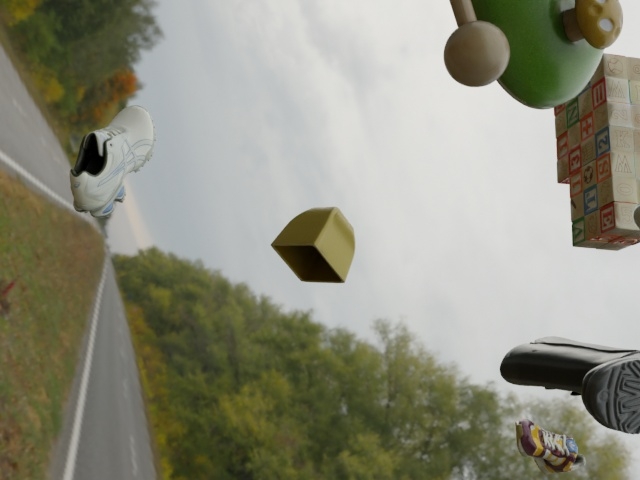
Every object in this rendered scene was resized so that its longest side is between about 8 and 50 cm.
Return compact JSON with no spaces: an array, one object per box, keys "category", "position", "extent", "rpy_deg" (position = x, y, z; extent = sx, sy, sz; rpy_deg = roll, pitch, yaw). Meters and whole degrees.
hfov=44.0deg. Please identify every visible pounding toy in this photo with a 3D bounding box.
[{"category":"pounding toy","position":[0.205,-0.215,0.679],"extent":[0.110,0.237,0.183],"rpy_deg":[-9,-93,48]}]

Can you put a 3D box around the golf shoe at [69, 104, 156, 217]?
[{"category":"golf shoe","position":[-0.257,-0.116,0.984],"extent":[0.086,0.069,0.176],"rpy_deg":[84,17,-55]}]

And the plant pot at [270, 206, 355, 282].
[{"category":"plant pot","position":[0.000,0.000,1.066],"extent":[0.081,0.083,0.081],"rpy_deg":[-1,-42,42]}]

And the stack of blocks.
[{"category":"stack of blocks","position":[0.477,-0.138,1.331],"extent":[0.171,0.087,0.297],"rpy_deg":[130,-37,-71]}]

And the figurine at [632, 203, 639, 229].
[{"category":"figurine","position":[0.396,0.045,0.684],"extent":[0.209,0.092,0.215],"rpy_deg":[35,6,-45]}]

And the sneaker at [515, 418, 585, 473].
[{"category":"sneaker","position":[0.419,0.371,1.445],"extent":[0.185,0.084,0.069],"rpy_deg":[42,42,-43]}]

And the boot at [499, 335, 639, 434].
[{"category":"boot","position":[0.562,0.293,1.742],"extent":[0.445,0.367,0.146],"rpy_deg":[6,-88,60]}]
